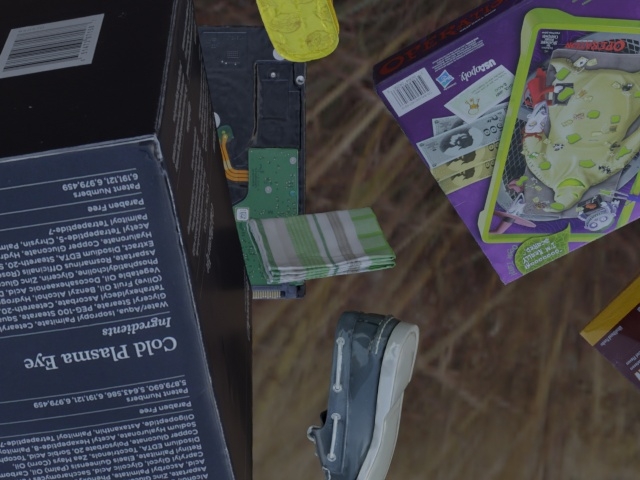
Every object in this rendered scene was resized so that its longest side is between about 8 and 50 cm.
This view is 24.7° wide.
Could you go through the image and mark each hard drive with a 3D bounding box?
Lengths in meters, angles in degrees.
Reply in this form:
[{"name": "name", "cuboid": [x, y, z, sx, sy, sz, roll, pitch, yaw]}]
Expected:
[{"name": "hard drive", "cuboid": [-0.134, -0.096, 1.816, 0.237, 0.338, 0.064, -1, -179, 0]}]

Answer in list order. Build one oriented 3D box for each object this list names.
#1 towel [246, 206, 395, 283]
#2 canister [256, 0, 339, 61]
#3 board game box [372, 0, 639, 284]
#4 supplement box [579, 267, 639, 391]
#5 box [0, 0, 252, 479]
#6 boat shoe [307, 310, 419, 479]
[{"name": "towel", "cuboid": [0.000, 0.000, 1.679, 0.152, 0.113, 0.023, -8, 130, -13]}, {"name": "canister", "cuboid": [-0.028, -0.299, 1.590, 0.073, 0.169, 0.126, -11, 142, 10]}, {"name": "board game box", "cuboid": [0.237, -0.125, 1.075, 0.347, 0.056, 0.208, -28, 113, 16]}, {"name": "supplement box", "cuboid": [0.411, 0.089, 1.510, 0.194, 0.191, 0.129, 45, 131, 8]}, {"name": "box", "cuboid": [-0.159, 0.007, 1.042, 0.179, 0.343, 0.312, -9, 118, 3]}, {"name": "boat shoe", "cuboid": [0.039, 0.231, 1.815, 0.099, 0.116, 0.319, 20, 114, 17]}]
